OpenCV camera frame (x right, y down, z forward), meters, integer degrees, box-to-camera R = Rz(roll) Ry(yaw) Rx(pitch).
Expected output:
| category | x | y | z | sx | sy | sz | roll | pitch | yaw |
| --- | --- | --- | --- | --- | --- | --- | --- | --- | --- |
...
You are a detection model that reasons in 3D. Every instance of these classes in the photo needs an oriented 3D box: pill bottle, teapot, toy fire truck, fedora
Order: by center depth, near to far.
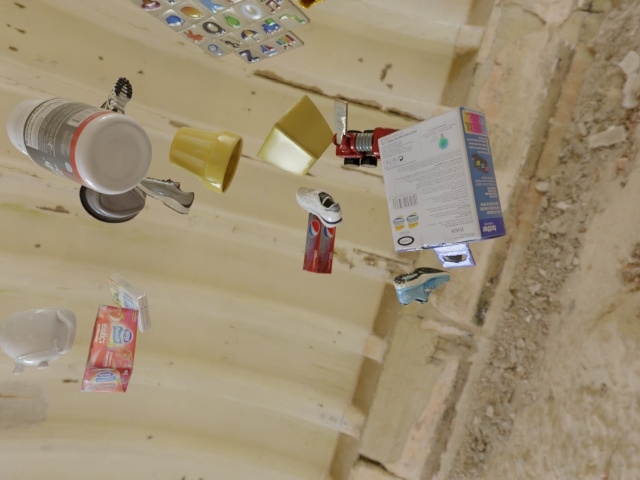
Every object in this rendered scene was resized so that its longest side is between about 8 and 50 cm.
| category | x | y | z | sx | sy | sz | roll | pitch | yaw |
| --- | --- | --- | --- | --- | --- | --- | --- | --- | --- |
| pill bottle | -0.656 | -0.267 | 1.160 | 0.210 | 0.363 | 0.210 | -42 | -37 | -44 |
| toy fire truck | 0.134 | -0.325 | 1.328 | 0.246 | 0.217 | 0.158 | 4 | -88 | -64 |
| teapot | -0.967 | 0.349 | 1.487 | 0.256 | 0.253 | 0.186 | 125 | 130 | -62 |
| fedora | -0.815 | -0.173 | 1.741 | 0.276 | 0.124 | 0.243 | 22 | -88 | -49 |

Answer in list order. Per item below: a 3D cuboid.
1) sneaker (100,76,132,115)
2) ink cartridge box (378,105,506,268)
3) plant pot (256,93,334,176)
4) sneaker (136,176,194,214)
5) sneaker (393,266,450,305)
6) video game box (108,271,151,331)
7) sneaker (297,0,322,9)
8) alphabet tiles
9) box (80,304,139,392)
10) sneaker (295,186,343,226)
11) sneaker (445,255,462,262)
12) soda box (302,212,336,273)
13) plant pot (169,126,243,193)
| category | x | y | z | sx | sy | sz | roll | pitch | yaw |
| --- | --- | --- | --- | --- | --- | --- | --- | --- | --- |
| sneaker | -0.790 | -0.522 | 1.641 | 0.078 | 0.106 | 0.234 | 34 | -131 | -54 |
| ink cartridge box | 0.324 | -0.118 | 1.160 | 0.151 | 0.270 | 0.394 | -5 | -94 | -41 |
| plant pot | -0.076 | -0.363 | 1.583 | 0.212 | 0.187 | 0.212 | -54 | 8 | -33 |
| sneaker | -0.623 | -0.206 | 1.690 | 0.107 | 0.272 | 0.100 | -61 | 7 | -1 |
| sneaker | 0.232 | 0.106 | 0.985 | 0.162 | 0.063 | 0.073 | -12 | -76 | -30 |
| video game box | -0.784 | 0.253 | 1.764 | 0.048 | 0.205 | 0.186 | -31 | -41 | -47 |
| sneaker | 0.016 | -0.568 | 0.953 | 0.175 | 0.064 | 0.067 | -5 | 68 | 54 |
| alphabet tiles | -0.202 | -0.468 | 0.870 | 0.343 | 0.286 | 0.011 | 17 | -105 | -53 |
| box | -0.661 | 0.339 | 1.360 | 0.122 | 0.128 | 0.256 | -62 | 30 | 27 |
| sneaker | -0.006 | -0.142 | 1.499 | 0.090 | 0.235 | 0.094 | -35 | -41 | -22 |
| sneaker | 0.439 | -0.054 | 1.551 | 0.131 | 0.112 | 0.318 | -47 | 42 | 21 |
| soda box | 0.000 | 0.000 | 1.723 | 0.084 | 0.092 | 0.262 | 7 | -91 | -42 |
| plant pot | -0.470 | -0.344 | 1.753 | 0.254 | 0.239 | 0.253 | -161 | 90 | -86 |
